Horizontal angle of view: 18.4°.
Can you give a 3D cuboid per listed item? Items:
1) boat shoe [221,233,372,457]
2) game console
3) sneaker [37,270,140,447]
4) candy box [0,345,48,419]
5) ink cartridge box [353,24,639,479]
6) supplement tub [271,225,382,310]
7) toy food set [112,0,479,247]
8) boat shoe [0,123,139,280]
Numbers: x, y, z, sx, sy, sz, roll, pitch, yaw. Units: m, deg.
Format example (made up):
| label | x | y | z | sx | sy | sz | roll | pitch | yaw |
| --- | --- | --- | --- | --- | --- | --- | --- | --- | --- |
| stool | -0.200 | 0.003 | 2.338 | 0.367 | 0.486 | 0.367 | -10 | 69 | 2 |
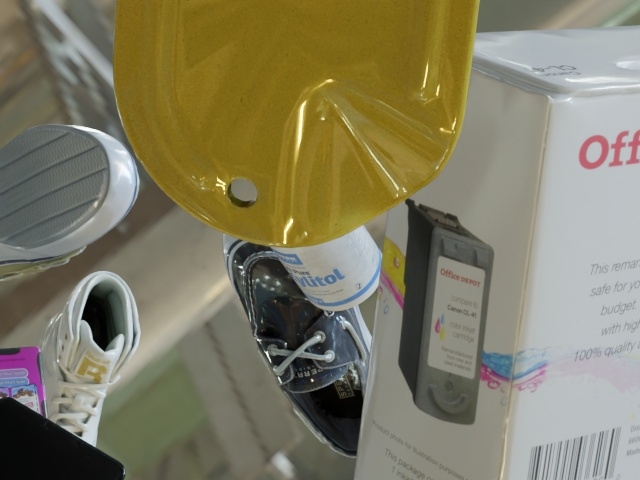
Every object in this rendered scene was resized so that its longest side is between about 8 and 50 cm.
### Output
| label | x | y | z | sx | sy | sz | roll | pitch | yaw |
| --- | --- | --- | --- | --- | --- | --- | --- | --- | --- |
| boat shoe | -0.012 | 0.096 | 1.872 | 0.108 | 0.301 | 0.102 | -12 | -135 | 12 |
| game console | -0.211 | 0.195 | 1.449 | 0.122 | 0.107 | 0.071 | 27 | -138 | 23 |
| sneaker | -0.273 | 0.173 | 2.127 | 0.169 | 0.108 | 0.292 | 130 | -28 | -56 |
| candy box | -0.323 | 0.220 | 1.787 | 0.071 | 0.159 | 0.233 | 128 | -43 | -63 |
| ink cartridge box | 0.150 | 0.040 | 1.120 | 0.226 | 0.306 | 0.131 | -7 | -158 | -37 |
| supplement tub | 0.000 | 0.000 | 1.534 | 0.071 | 0.107 | 0.071 | -15 | -130 | 19 |
| toy food set | -0.002 | -0.109 | 0.705 | 0.128 | 0.218 | 0.071 | 10 | -156 | 6 |
| boat shoe | -0.237 | -0.027 | 1.673 | 0.302 | 0.094 | 0.109 | -14 | -108 | 48 |
